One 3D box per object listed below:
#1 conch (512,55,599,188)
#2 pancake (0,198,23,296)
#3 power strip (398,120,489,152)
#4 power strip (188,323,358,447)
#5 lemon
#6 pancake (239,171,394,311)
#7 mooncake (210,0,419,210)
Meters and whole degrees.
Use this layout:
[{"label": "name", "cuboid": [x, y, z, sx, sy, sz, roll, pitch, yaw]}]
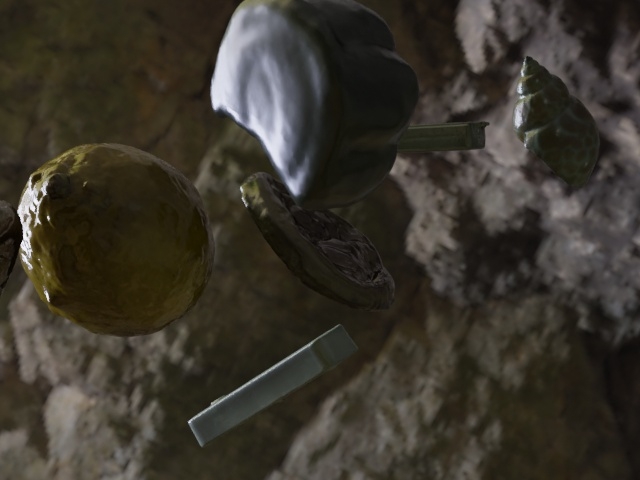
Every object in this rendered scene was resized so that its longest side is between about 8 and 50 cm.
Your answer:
[{"label": "conch", "cuboid": [0.330, -0.156, 1.926, 0.116, 0.106, 0.173, -2, -125, -43]}, {"label": "pancake", "cuboid": [-0.451, 0.124, 1.487, 0.071, 0.382, 0.382, 34, -178, 5]}, {"label": "power strip", "cuboid": [0.166, -0.178, 2.424, 0.272, 0.052, 0.078, 0, -175, 26]}, {"label": "power strip", "cuboid": [-0.094, 0.256, 2.372, 0.062, 0.385, 0.091, 58, -143, 3]}, {"label": "lemon", "cuboid": [-0.283, -0.002, 1.935, 0.285, 0.285, 0.316, 28, 167, -6]}, {"label": "pancake", "cuboid": [0.000, 0.000, 2.033, 0.294, 0.049, 0.294, 36, -163, -13]}, {"label": "mooncake", "cuboid": [-0.007, -0.108, 1.072, 0.104, 0.175, 0.168, -2, 163, -44]}]
